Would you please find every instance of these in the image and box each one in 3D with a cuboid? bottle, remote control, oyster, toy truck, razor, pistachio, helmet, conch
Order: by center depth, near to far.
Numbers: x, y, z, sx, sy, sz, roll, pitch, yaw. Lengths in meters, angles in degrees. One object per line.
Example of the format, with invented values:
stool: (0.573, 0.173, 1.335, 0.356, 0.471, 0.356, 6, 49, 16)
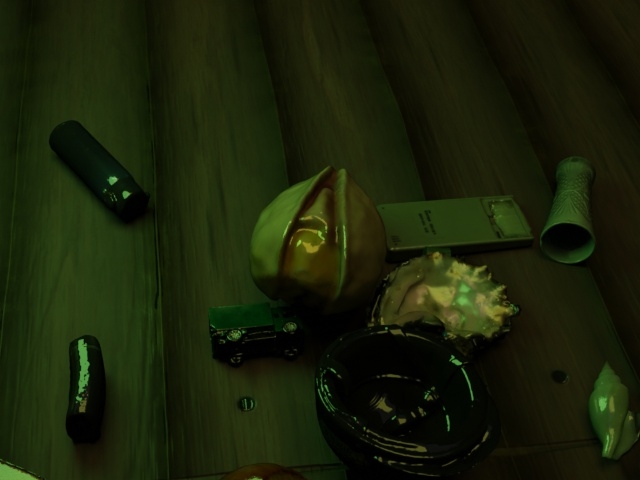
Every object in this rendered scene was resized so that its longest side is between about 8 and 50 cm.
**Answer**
helmet: (0.113, 0.256, 1.392, 0.231, 0.160, 0.279, -24, 51, -32)
razor: (-0.342, 0.217, 1.441, 0.054, 0.090, 0.148, -4, 48, -7)
conch: (0.443, 0.260, 1.499, 0.065, 0.088, 0.180, -23, 40, 35)
toy truck: (-0.100, 0.146, 1.551, 0.147, 0.065, 0.079, -4, 42, -8)
pistachio: (0.000, 0.000, 1.590, 0.230, 0.229, 0.309, 10, 18, 5)
oyster: (0.188, 0.115, 1.597, 0.260, 0.092, 0.198, -20, 52, -33)
remote control: (0.240, -0.024, 1.777, 0.285, 0.038, 0.123, -6, 47, -14)
bottle: (-0.405, -0.128, 1.790, 0.082, 0.072, 0.244, -12, 44, -46)

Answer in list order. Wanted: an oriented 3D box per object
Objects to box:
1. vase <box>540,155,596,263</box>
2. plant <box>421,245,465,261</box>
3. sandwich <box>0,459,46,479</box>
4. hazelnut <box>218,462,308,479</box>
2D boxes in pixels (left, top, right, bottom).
vase: (0.459, -0.064, 1.798, 0.096, 0.096, 0.219, 13, 43, 8)
plant: (0.226, 0.039, 1.701, 0.102, 0.051, 0.051, 13, 44, -7)
sandwich: (-0.481, 0.331, 1.335, 0.193, 0.058, 0.162, -23, 51, -22)
hazelnut: (-0.080, 0.364, 1.264, 0.182, 0.182, 0.182, 3, 45, -3)
